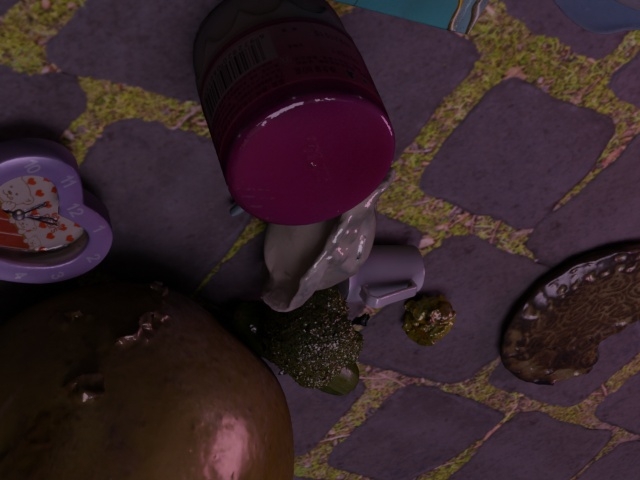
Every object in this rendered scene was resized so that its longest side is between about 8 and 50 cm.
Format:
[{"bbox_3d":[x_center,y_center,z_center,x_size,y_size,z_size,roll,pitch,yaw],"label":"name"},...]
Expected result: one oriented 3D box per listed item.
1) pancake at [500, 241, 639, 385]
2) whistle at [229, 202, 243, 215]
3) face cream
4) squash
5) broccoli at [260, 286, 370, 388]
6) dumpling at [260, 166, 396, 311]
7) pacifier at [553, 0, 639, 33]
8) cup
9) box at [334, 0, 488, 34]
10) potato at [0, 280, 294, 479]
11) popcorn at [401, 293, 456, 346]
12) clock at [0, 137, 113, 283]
[{"bbox_3d":[0.397,0.108,1.882,0.286,0.033,0.288,3,133,-26],"label":"pancake"},{"bbox_3d":[-0.067,-0.061,1.522,0.100,0.035,0.035,-39,135,22],"label":"whistle"},{"bbox_3d":[-0.032,-0.140,1.335,0.175,0.195,0.175,-11,138,-10],"label":"face cream"},{"bbox_3d":[-0.030,0.141,1.720,0.069,0.069,0.239,-39,133,19],"label":"squash"},{"bbox_3d":[-0.009,0.113,1.603,0.120,0.130,0.131,-8,120,-65],"label":"broccoli"},{"bbox_3d":[0.000,0.000,1.531,0.124,0.151,0.229,37,118,-14],"label":"dumpling"},{"bbox_3d":[0.375,-0.316,1.330,0.233,0.299,0.244,-25,130,-59],"label":"pacifier"},{"bbox_3d":[0.071,0.048,1.640,0.116,0.104,0.074,-3,121,-23],"label":"cup"},{"bbox_3d":[0.088,-0.302,1.327,0.229,0.041,0.162,8,131,-28],"label":"box"},{"bbox_3d":[-0.225,0.218,1.578,0.385,0.319,0.442,7,161,36],"label":"potato"},{"bbox_3d":[0.145,0.109,1.763,0.068,0.059,0.083,25,129,-38],"label":"popcorn"},{"bbox_3d":[-0.328,-0.030,1.429,0.172,0.064,0.198,-23,138,2],"label":"clock"}]
